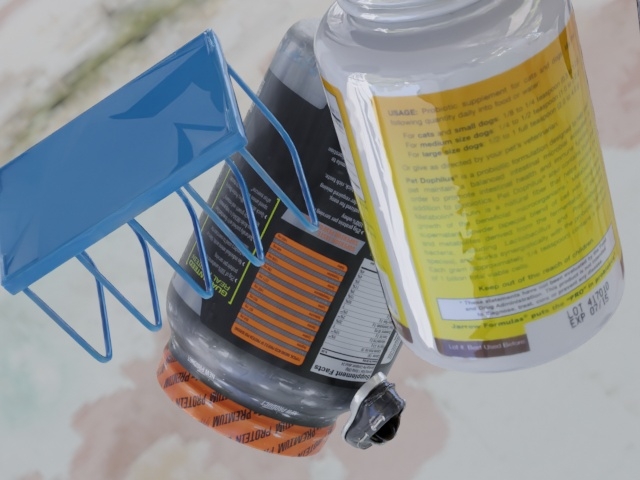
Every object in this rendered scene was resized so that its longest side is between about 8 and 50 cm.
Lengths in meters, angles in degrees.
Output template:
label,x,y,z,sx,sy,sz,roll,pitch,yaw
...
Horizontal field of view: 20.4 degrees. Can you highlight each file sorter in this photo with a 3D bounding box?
label,x,y,z,sx,sy,sz,roll,pitch,yaw
file sorter,-0.101,-0.021,1.098,0.170,0.104,0.118,-32,-143,12

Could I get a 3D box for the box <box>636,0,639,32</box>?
label,x,y,z,sx,sy,sz,roll,pitch,yaw
box,0.469,-0.269,2.239,0.051,0.220,0.175,11,-147,41

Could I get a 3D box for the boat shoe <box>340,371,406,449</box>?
label,x,y,z,sx,sy,sz,roll,pitch,yaw
boat shoe,0.047,0.150,1.473,0.046,0.125,0.038,-37,-109,-24

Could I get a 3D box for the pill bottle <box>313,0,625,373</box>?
label,x,y,z,sx,sy,sz,roll,pitch,yaw
pill bottle,0.067,-0.053,0.818,0.117,0.215,0.117,-12,-149,8

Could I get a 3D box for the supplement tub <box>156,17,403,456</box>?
label,x,y,z,sx,sy,sz,roll,pitch,yaw
supplement tub,0.000,0.000,1.517,0.338,0.207,0.207,-64,-151,14
